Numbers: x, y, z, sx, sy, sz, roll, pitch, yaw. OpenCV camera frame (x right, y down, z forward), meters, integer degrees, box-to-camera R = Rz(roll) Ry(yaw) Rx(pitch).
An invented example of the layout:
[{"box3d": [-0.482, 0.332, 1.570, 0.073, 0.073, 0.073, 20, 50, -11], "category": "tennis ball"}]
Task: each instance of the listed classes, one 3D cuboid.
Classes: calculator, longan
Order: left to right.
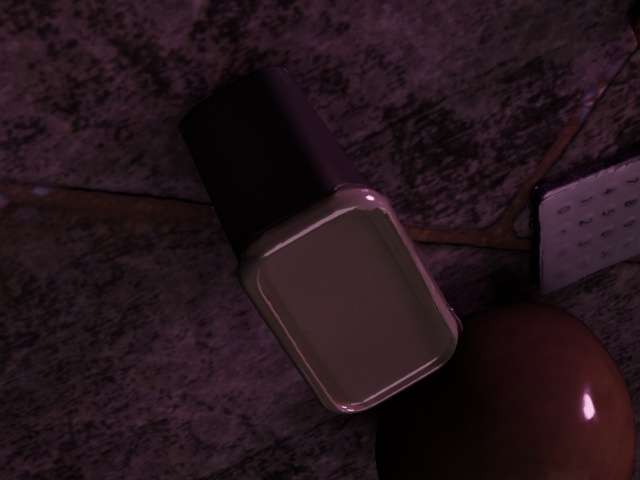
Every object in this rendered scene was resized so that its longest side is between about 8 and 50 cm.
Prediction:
[{"box3d": [0.176, 0.206, 1.823, 0.243, 0.300, 0.300, 4, 136, -5], "category": "longan"}, {"box3d": [0.324, -0.043, 1.837, 0.262, 0.021, 0.161, -22, 142, -10], "category": "calculator"}]

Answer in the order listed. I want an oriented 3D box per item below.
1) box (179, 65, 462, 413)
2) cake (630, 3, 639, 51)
[{"box3d": [0.000, 0.000, 1.545, 0.138, 0.178, 0.274, -29, 143, 0], "category": "box"}, {"box3d": [0.356, -0.242, 1.560, 0.246, 0.112, 0.135, -31, 140, 8], "category": "cake"}]
